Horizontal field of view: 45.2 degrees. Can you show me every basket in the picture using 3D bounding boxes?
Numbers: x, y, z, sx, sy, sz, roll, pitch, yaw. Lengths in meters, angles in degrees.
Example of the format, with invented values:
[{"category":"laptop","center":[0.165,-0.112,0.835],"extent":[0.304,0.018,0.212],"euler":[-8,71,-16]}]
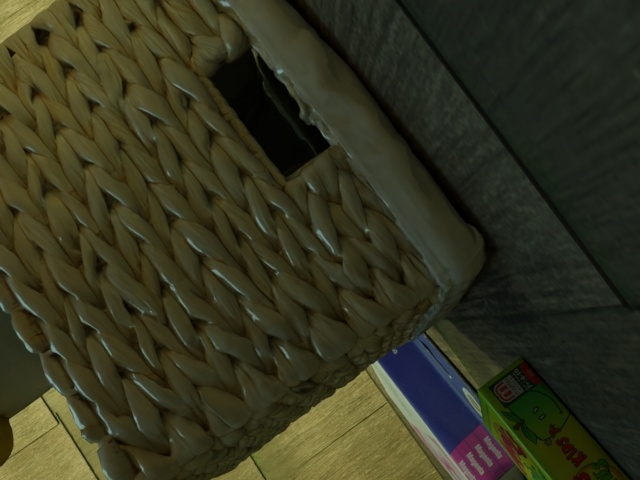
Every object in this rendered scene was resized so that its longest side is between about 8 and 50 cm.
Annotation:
[{"category":"basket","center":[-0.084,-0.007,0.625],"extent":[0.328,0.266,0.331],"euler":[53,176,12]}]

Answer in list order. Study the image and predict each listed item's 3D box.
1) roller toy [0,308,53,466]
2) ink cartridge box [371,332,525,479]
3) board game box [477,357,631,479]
[{"category":"roller toy","center":[-0.288,0.058,0.580],"extent":[0.209,0.146,0.191],"euler":[55,176,-18]},{"category":"ink cartridge box","center":[0.152,0.224,1.027],"extent":[0.324,0.071,0.330],"euler":[50,174,43]},{"category":"board game box","center":[0.188,0.179,0.552],"extent":[0.181,0.043,0.092],"euler":[51,174,31]}]
